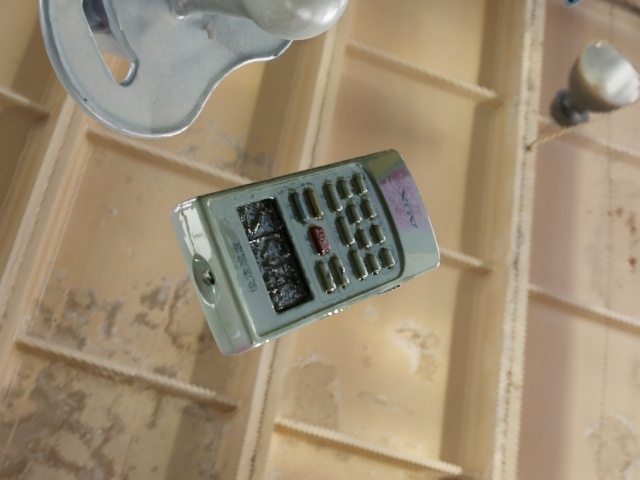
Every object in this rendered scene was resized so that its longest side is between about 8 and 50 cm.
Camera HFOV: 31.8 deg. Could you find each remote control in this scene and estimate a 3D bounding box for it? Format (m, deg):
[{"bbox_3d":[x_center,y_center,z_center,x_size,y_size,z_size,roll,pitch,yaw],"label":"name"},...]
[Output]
[{"bbox_3d":[0.001,0.000,1.092,0.344,0.050,0.145,-20,-91,-53],"label":"remote control"}]

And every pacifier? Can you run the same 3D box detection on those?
[{"bbox_3d":[-0.078,-0.218,0.893,0.299,0.233,0.244,-46,-46,-33],"label":"pacifier"}]

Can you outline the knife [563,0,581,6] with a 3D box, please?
[{"bbox_3d":[0.484,-0.448,1.768,0.044,0.313,0.019,41,-122,-13],"label":"knife"}]
